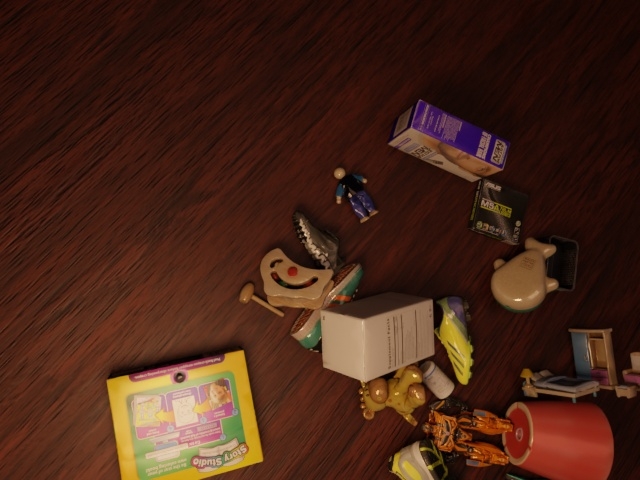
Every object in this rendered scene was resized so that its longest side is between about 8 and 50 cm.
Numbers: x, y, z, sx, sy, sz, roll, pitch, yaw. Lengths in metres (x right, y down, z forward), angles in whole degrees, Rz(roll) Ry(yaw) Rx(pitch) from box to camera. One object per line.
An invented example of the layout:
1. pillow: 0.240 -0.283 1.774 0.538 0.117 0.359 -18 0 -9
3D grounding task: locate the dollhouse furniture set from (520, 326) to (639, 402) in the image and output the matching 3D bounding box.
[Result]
1. dollhouse furniture set: 0.844 0.401 1.692 0.304 0.286 0.197 -3 84 -28

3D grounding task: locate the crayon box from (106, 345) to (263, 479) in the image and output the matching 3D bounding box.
1. crayon box: -0.364 0.485 1.426 0.363 0.106 0.312 -9 87 -17

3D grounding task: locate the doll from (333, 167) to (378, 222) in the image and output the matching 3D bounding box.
1. doll: 0.103 -0.150 1.666 0.129 0.046 0.188 -34 94 -18

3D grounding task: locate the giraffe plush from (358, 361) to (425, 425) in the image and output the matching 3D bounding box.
1. giraffe plush: 0.206 0.457 1.586 0.171 0.181 0.210 3 117 -6

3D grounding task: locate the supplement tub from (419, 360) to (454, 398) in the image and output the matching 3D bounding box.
1. supplement tub: 0.364 0.441 1.660 0.107 0.071 0.071 46 74 -8

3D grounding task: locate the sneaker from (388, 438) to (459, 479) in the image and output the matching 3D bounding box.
1. sneaker: 0.341 0.771 1.600 0.147 0.145 0.384 -22 103 23

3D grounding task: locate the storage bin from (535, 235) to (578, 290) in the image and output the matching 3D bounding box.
1. storage bin: 0.815 0.082 1.827 0.122 0.084 0.180 13 79 -14

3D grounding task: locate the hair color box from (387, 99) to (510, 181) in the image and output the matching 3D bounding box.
1. hair color box: 0.414 -0.316 1.704 0.339 0.185 0.110 20 79 -13

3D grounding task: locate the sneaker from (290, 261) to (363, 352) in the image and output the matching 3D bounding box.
1. sneaker: 0.044 0.204 1.585 0.121 0.108 0.302 45 76 -16

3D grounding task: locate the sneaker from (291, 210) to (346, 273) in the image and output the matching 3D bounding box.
1. sneaker: 0.000 0.000 1.606 0.106 0.078 0.234 -33 97 -20

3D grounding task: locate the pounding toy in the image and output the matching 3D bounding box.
1. pounding toy: -0.095 0.128 1.550 0.270 0.154 0.154 5 59 7

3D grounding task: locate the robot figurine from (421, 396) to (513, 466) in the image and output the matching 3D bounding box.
1. robot figurine: 0.460 0.615 1.661 0.291 0.085 0.210 14 79 -14

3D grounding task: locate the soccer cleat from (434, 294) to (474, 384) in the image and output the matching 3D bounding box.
1. soccer cleat: 0.433 0.322 1.700 0.121 0.093 0.288 -6 90 14

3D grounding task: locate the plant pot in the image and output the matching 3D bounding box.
1. plant pot: 0.734 0.631 1.660 0.243 0.275 0.274 12 80 -6

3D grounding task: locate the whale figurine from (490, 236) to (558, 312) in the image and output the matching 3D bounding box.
1. whale figurine: 0.687 0.122 1.753 0.216 0.141 0.272 22 66 32

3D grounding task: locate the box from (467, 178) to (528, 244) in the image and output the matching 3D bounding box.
1. box: 0.615 -0.098 1.810 0.191 0.045 0.184 19 81 -14

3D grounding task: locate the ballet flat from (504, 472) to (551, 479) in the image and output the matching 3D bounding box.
1. ballet flat: 0.693 0.813 1.715 0.203 0.074 0.074 14 80 -16

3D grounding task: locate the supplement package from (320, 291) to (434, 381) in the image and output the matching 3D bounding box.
1. supplement package: 0.167 0.266 1.506 0.293 0.178 0.175 -8 99 -39
